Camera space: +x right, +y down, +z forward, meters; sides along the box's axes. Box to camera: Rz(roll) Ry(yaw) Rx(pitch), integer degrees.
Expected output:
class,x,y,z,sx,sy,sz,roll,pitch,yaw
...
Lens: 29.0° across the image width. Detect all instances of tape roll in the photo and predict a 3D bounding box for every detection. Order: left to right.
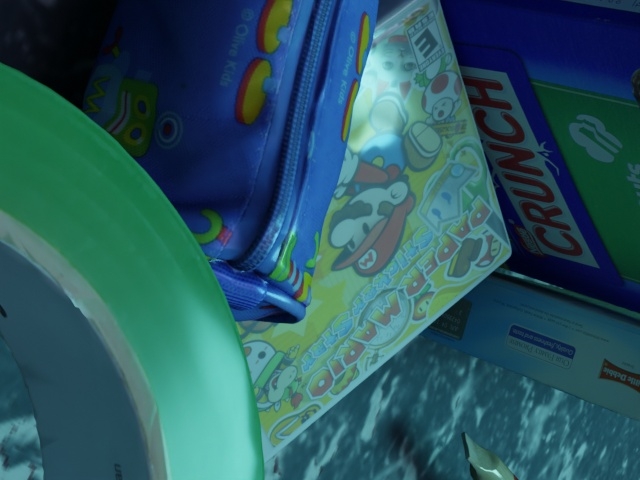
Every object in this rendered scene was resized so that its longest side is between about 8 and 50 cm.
class,x,y,z,sx,sy,sz,roll,pitch,yaw
tape roll,-0.162,0.096,0.362,0.321,0.077,0.321,-3,94,-43

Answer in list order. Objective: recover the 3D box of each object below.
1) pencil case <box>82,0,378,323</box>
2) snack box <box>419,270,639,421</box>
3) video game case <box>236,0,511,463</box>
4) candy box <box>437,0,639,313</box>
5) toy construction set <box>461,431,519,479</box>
class,x,y,z,sx,sy,sz,roll,pitch,yaw
pencil case,-0.025,-0.115,0.535,0.119,0.133,0.306,19,84,-29
snack box,0.237,0.085,0.900,0.322,0.187,0.060,13,95,-51
video game case,0.000,0.000,0.678,0.227,0.026,0.206,-39,133,-17
candy box,0.207,-0.066,0.698,0.122,0.317,0.268,-51,135,-19
toy construction set,0.053,0.258,0.761,0.237,0.257,0.309,51,45,-33
